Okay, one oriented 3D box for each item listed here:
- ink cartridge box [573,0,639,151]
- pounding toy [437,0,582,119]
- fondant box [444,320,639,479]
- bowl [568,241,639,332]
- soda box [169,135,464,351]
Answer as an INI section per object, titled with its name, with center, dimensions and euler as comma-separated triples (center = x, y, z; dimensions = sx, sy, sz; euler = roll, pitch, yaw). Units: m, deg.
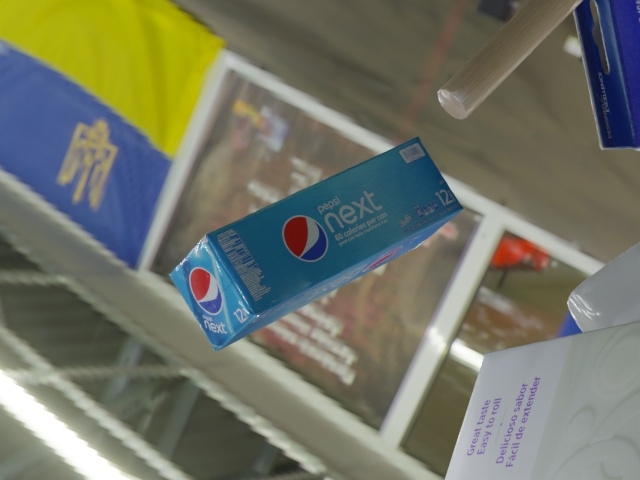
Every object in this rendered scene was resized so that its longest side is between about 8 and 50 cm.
[ink cartridge box]
center = 0.295, -0.151, 1.083
dimensions = 0.065, 0.165, 0.332
euler = -13, 176, 39
[pounding toy]
center = 0.062, -0.200, 0.615
dimensions = 0.237, 0.183, 0.110
euler = 52, 153, 1
[fondant box]
center = 0.208, 0.176, 0.953
dimensions = 0.096, 0.238, 0.330
euler = 32, 153, -22
[bowl]
center = 0.292, 0.061, 1.200
dimensions = 0.142, 0.142, 0.053
euler = 46, -166, -41
[soda box]
center = 0.000, 0.000, 1.044
dimensions = 0.210, 0.071, 0.067
euler = -25, -100, -36
